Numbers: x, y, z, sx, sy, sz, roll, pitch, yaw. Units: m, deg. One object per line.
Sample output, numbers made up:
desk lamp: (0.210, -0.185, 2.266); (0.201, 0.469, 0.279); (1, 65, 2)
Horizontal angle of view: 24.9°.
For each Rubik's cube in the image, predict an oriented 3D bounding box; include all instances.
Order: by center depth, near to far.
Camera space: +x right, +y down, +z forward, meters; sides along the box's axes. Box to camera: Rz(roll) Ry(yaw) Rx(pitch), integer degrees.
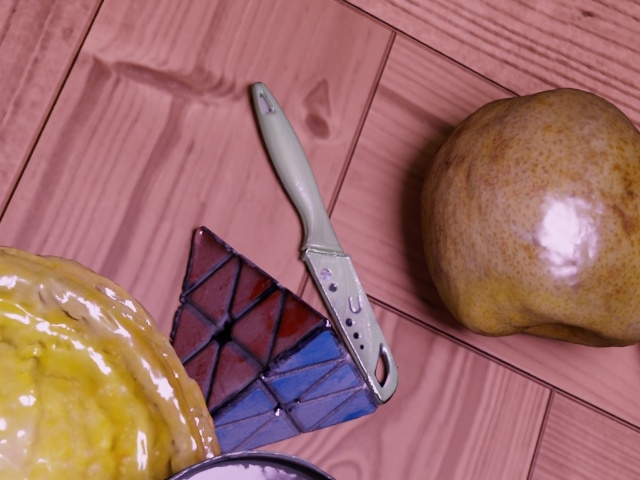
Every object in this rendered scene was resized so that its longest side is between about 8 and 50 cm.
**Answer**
Rubik's cube: (-0.003, 0.106, 1.129); (0.178, 0.190, 0.211); (25, 70, -34)

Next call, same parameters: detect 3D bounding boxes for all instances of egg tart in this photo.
egg tart: (-0.235, 0.172, 1.001); (0.345, 0.132, 0.345); (7, 71, -23)

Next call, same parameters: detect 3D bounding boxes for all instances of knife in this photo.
knife: (-0.001, 0.001, 1.221); (0.043, 0.020, 0.293); (-22, 85, -30)

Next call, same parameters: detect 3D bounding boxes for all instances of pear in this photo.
pear: (0.198, -0.020, 1.218); (0.228, 0.188, 0.211); (8, 79, -21)

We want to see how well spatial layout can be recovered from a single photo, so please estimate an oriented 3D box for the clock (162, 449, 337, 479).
clock: (-0.050, 0.255, 0.971); (0.226, 0.049, 0.226); (6, 78, -26)
